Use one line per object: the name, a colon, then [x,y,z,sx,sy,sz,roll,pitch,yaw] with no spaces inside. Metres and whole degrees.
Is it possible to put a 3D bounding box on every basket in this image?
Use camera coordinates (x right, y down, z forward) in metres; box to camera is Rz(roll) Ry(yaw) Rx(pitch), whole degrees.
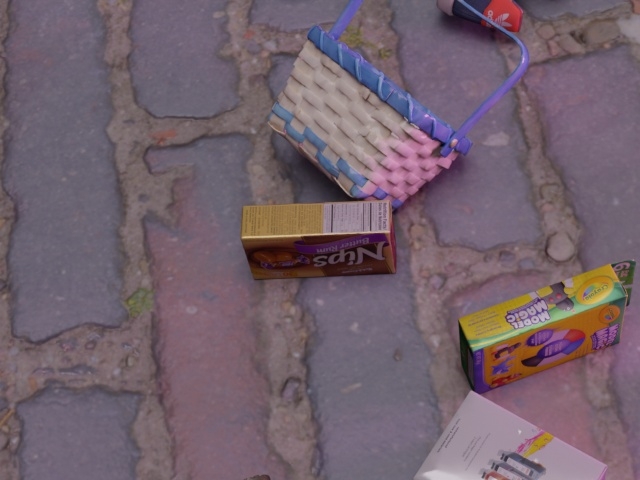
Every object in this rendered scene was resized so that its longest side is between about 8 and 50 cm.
basket: [0.092,-0.203,1.805,0.255,0.201,0.289,46,106,26]

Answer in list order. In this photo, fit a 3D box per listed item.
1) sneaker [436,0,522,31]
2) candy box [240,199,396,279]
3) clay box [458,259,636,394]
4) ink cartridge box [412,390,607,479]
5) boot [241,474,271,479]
sneaker: [0.305,-0.432,1.984,0.148,0.131,0.350,28,73,14]
candy box: [0.000,0.000,1.771,0.187,0.109,0.053,-1,60,6]
clay box: [0.275,0.102,1.663,0.222,0.127,0.053,-19,60,-3]
ink cartridge box: [0.211,0.280,1.567,0.176,0.128,0.127,29,67,21]
boot: [-0.101,0.385,1.589,0.190,0.076,0.208,-19,66,-2]
